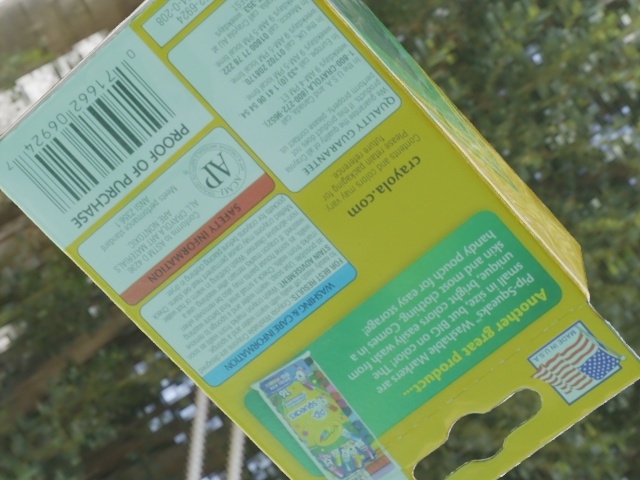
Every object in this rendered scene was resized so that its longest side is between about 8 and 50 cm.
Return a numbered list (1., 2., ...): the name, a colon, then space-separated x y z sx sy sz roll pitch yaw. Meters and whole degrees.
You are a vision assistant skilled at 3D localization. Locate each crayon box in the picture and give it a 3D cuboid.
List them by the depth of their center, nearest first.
1. crayon box: 0.000 0.000 0.831 0.323 0.203 0.083 47 18 -12
